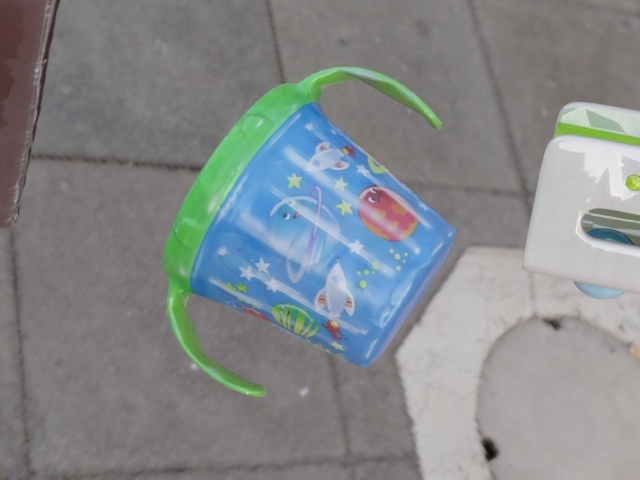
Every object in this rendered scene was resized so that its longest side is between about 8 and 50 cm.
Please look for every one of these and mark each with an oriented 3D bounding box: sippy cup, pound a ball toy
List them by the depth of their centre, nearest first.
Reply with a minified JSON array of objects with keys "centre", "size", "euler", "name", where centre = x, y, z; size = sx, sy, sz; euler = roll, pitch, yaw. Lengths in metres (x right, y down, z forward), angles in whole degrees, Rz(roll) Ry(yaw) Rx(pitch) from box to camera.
[{"centre":[0.323,-0.010,0.968],"size":[0.319,0.135,0.208],"euler":[12,20,11],"name":"pound a ball toy"},{"centre":[0.000,0.000,1.284],"size":[0.224,0.305,0.240],"euler":[34,38,9],"name":"sippy cup"}]

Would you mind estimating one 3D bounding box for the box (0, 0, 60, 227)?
[{"centre":[-0.164,-0.111,0.379],"size":[0.167,0.203,0.168],"euler":[2,74,-16],"name":"box"}]
